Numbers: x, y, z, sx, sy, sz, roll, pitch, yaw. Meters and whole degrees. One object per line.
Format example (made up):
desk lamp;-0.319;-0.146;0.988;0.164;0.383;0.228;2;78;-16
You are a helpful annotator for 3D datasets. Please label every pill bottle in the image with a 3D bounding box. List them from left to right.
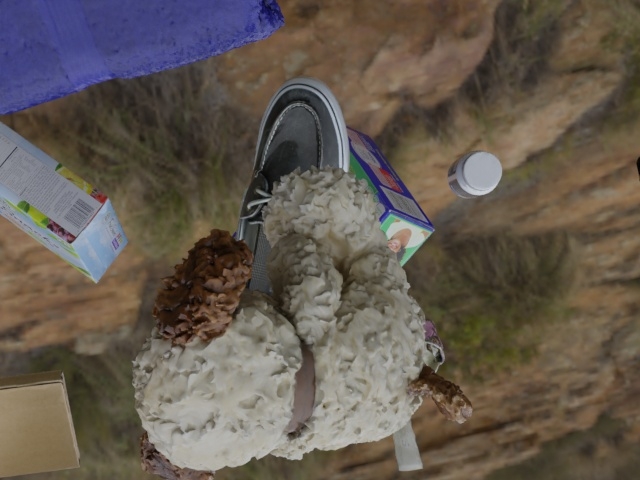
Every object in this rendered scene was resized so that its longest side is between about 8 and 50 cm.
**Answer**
pill bottle;0.268;-0.115;1.802;0.078;0.078;0.137;-11;180;-3

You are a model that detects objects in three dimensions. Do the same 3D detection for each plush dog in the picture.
plush dog;-0.033;0.098;0.778;0.225;0.210;0.262;-10;124;-33

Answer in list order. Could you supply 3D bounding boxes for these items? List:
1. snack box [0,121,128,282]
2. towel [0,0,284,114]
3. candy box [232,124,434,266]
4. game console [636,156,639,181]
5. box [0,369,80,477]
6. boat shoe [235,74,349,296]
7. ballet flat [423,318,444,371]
snack box;-0.317;-0.055;1.127;0.070;0.207;0.174;-55;175;-15
towel;-0.195;-0.244;0.870;0.308;0.227;0.076;-10;-161;25
candy box;0.000;0.000;1.725;0.122;0.268;0.317;20;117;-39
game console;0.596;-0.213;1.507;0.213;0.044;0.361;-16;-149;46
box;-0.392;0.223;1.216;0.201;0.021;0.164;-6;133;-9
boat shoe;-0.040;-0.035;1.305;0.121;0.335;0.119;11;-162;11
ballet flat;0.104;0.144;1.283;0.077;0.079;0.221;-46;163;20
